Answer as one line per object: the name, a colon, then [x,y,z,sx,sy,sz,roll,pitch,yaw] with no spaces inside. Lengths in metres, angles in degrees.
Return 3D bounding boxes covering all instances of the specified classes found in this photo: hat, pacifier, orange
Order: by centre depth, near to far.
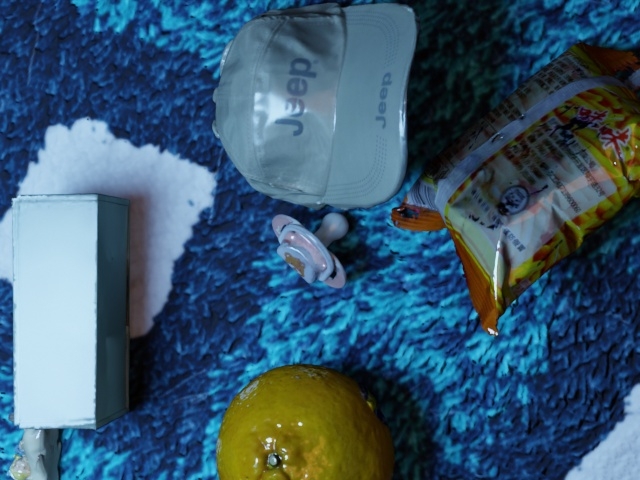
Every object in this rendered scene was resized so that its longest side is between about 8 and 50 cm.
hat: [-0.011,-0.140,1.190,0.149,0.244,0.214,5,88,-15]
orange: [-0.015,0.208,1.207,0.177,0.155,0.178,0,100,-2]
pacifier: [0.000,0.000,1.250,0.099,0.081,0.078,45,66,4]

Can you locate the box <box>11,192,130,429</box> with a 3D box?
box: [-0.246,0.068,1.240,0.086,0.129,0.225,-1,89,5]

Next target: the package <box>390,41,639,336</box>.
package: [0.208,-0.065,1.166,0.288,0.223,0.108,-44,129,9]

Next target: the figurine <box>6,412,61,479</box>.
figurine: [-0.300,0.221,1.291,0.050,0.047,0.083,5,97,21]
